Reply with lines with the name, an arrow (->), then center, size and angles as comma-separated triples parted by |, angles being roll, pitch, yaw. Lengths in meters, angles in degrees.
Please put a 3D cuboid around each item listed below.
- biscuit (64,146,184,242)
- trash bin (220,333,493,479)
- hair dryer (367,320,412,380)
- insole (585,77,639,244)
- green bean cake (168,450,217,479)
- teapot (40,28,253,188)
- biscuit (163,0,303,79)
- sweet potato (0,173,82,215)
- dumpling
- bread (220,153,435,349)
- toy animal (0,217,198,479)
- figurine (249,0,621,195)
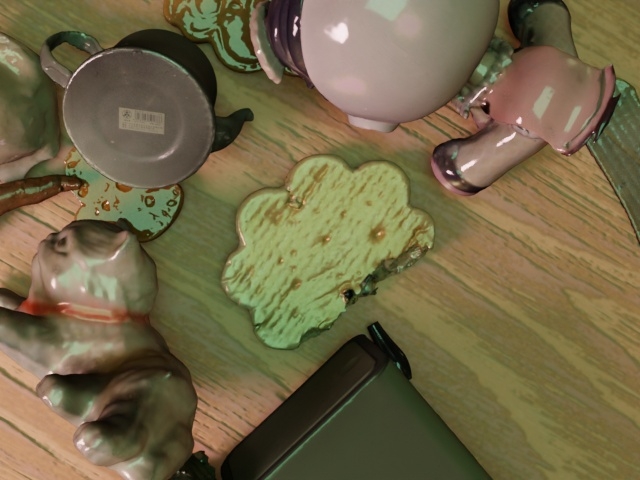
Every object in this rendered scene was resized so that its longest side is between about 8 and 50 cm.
biscuit -> -0.233, -0.053, 1.204 | 0.118, 0.023, 0.140 | -45, 94, -1
trash bin -> 0.087, 0.305, 1.168 | 0.223, 0.158, 0.343 | -44, 103, -4
hair dryer -> 0.058, 0.146, 1.235 | 0.083, 0.031, 0.079 | -33, 83, 3
insole -> 0.419, -0.045, 1.276 | 0.119, 0.009, 0.348 | -34, 94, -4
green bean cake -> -0.183, 0.331, 1.110 | 0.222, 0.227, 0.125 | -39, 92, -9
teapot -> -0.189, -0.166, 1.153 | 0.239, 0.149, 0.162 | 21, 123, -5
biscuit -> -0.062, -0.260, 1.218 | 0.236, 0.040, 0.144 | 11, 84, -8
sweet potato -> -0.367, -0.030, 1.173 | 0.214, 0.050, 0.050 | -29, 93, -1
dumpling -> -0.355, -0.154, 1.151 | 0.136, 0.118, 0.199 | -30, 122, -11
bread -> 0.000, 0.000, 1.220 | 0.251, 0.039, 0.182 | -36, 93, -4
toy animal -> -0.209, 0.102, 1.075 | 0.188, 0.308, 0.266 | -43, 101, -9
figurine -> 0.126, -0.227, 1.133 | 0.361, 0.211, 0.253 | 27, 75, -18
